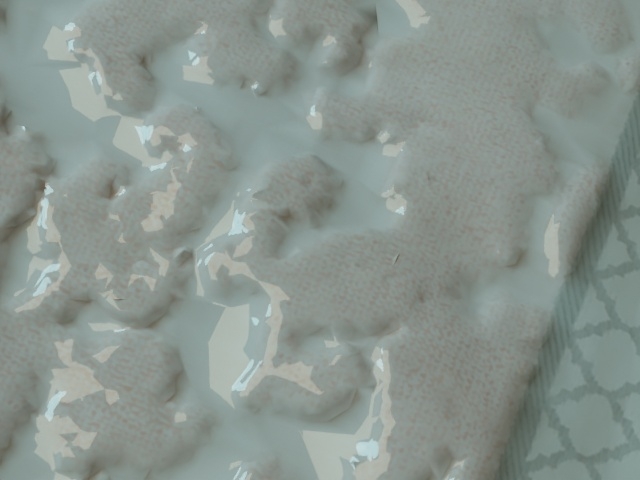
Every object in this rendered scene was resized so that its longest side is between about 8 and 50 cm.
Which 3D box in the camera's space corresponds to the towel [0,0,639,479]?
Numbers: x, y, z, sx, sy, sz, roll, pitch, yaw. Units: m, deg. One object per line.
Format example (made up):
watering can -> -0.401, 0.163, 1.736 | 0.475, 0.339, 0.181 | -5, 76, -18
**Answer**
towel -> 0.000, 0.000, 0.342 | 0.317, 0.053, 0.332 | 23, 66, 5
